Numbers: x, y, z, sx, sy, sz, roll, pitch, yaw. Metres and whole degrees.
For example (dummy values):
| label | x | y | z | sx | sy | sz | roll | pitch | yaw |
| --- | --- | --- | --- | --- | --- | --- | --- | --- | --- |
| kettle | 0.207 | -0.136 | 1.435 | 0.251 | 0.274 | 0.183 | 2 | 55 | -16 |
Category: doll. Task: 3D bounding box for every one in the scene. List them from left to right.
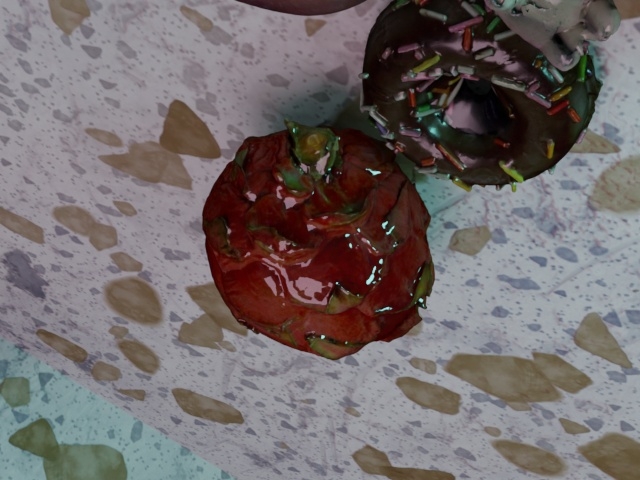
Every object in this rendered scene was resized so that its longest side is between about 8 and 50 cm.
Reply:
| label | x | y | z | sx | sy | sz | roll | pitch | yaw |
| --- | --- | --- | --- | --- | --- | --- | --- | --- | --- |
| doll | 0.243 | -0.250 | 1.086 | 0.149 | 0.095 | 0.192 | 32 | 133 | -19 |

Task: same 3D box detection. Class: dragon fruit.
| label | x | y | z | sx | sy | sz | roll | pitch | yaw |
| --- | --- | --- | --- | --- | --- | --- | --- | --- | --- |
| dragon fruit | 0.000 | 0.000 | 1.445 | 0.277 | 0.277 | 0.342 | 7 | 138 | 24 |

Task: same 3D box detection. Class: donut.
| label | x | y | z | sx | sy | sz | roll | pitch | yaw |
| --- | --- | --- | --- | --- | --- | --- | --- | --- | --- |
| donut | 0.164 | -0.159 | 1.266 | 0.269 | 0.103 | 0.270 | 18 | 146 | 13 |

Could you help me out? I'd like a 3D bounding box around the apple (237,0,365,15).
| label | x | y | z | sx | sy | sz | roll | pitch | yaw |
| --- | --- | --- | --- | --- | --- | --- | --- | --- | --- |
| apple | -0.036 | -0.342 | 1.012 | 0.305 | 0.235 | 0.306 | 15 | 149 | 10 |
